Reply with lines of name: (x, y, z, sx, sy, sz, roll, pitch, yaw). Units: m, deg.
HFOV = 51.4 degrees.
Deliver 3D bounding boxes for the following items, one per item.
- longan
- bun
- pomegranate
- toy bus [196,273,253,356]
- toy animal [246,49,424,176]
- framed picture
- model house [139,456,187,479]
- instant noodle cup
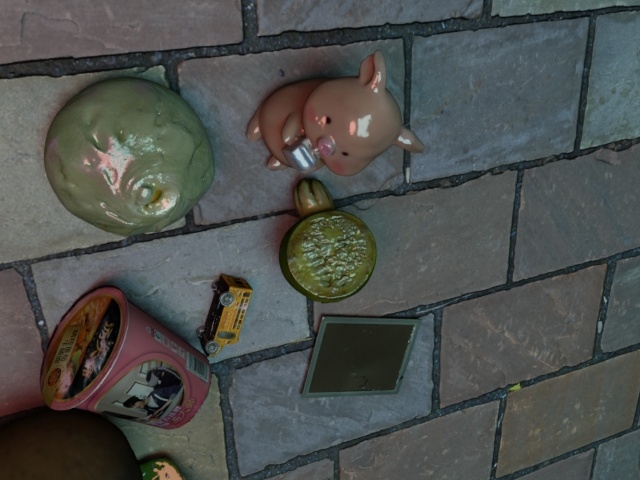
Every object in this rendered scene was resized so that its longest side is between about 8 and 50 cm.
longan: (-0.507, 0.483, 1.209, 0.361, 0.361, 0.361, -10, 116, -21)
bun: (-0.310, -0.126, 1.103, 0.283, 0.179, 0.283, -8, 113, -20)
pomegranate: (-0.008, 0.012, 1.331, 0.190, 0.159, 0.241, -43, 95, -11)
toy bus: (-0.194, 0.155, 1.348, 0.074, 0.069, 0.162, 10, 106, -30)
toy animal: (0.015, -0.210, 1.189, 0.213, 0.256, 0.195, -40, 122, -17)
framed picture: (0.097, 0.274, 1.569, 0.273, 0.016, 0.216, 6, 109, -27)
model house: (-0.399, 0.627, 1.445, 0.294, 0.154, 0.207, -36, 79, -16)
instant noodle cup: (-0.346, 0.239, 1.237, 0.244, 0.244, 0.255, -48, 132, 1)
